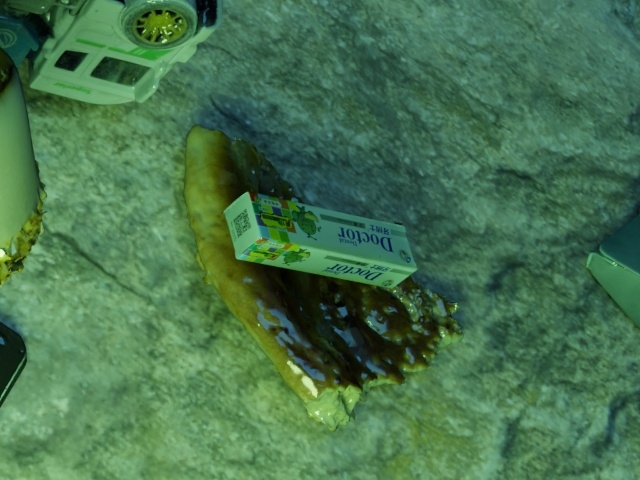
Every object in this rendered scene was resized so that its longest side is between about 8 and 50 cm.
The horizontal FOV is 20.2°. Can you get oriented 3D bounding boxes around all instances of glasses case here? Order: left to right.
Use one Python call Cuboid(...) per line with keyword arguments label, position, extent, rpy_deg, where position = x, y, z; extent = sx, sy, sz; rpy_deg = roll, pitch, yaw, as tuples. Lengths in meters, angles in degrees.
Cuboid(label="glasses case", position=(0.357, -0.005, 1.672), extent=(0.105, 0.056, 0.266), rpy_deg=(51, 45, 7))

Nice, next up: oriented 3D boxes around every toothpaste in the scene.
Cuboid(label="toothpaste", position=(0.000, 0.000, 1.362), extent=(0.164, 0.034, 0.046), rpy_deg=(12, 51, -40))

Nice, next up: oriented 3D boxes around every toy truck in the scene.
Cuboid(label="toy truck", position=(-0.260, -0.209, 1.306), extent=(0.367, 0.175, 0.146), rpy_deg=(13, 53, -27))

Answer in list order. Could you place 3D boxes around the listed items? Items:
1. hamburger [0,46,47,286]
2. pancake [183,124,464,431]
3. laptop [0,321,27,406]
Cuboid(label="hamburger", position=(-0.315, -0.040, 1.105), extent=(0.294, 0.179, 0.276), rpy_deg=(5, 25, -8))
Cuboid(label="pancake", position=(0.013, 0.027, 1.406), extent=(0.244, 0.057, 0.266), rpy_deg=(8, 53, -31))
Cuboid(label="laptop", position=(-0.289, 0.099, 1.162), extent=(0.154, 0.026, 0.207), rpy_deg=(35, 45, -8))
